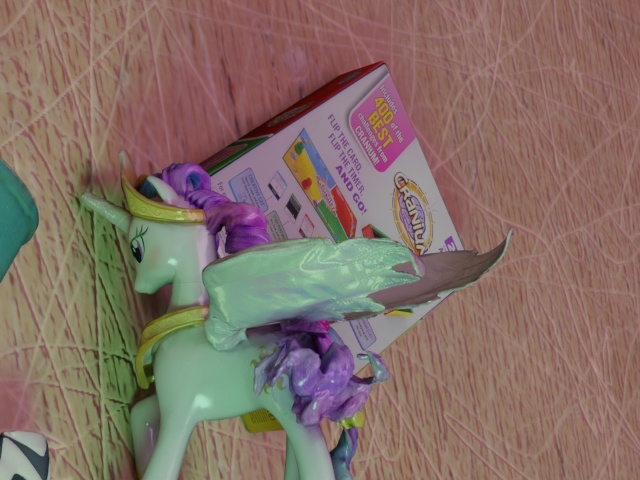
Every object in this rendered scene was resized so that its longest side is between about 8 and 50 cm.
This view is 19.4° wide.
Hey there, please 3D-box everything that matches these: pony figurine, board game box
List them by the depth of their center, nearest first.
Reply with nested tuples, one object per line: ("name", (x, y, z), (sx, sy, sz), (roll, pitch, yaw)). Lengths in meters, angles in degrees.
("pony figurine", (-0.038, 0.097, 1.508), (0.303, 0.351, 0.363), (10, 78, -66))
("board game box", (0.000, 0.000, 1.765), (0.316, 0.064, 0.242), (-36, 107, -45))

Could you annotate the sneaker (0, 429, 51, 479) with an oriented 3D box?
("sneaker", (-0.290, 0.220, 1.378), (0.235, 0.094, 0.153), (12, 63, -56))

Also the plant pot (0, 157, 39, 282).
("plant pot", (-0.364, 0.039, 1.236), (0.272, 0.272, 0.255), (39, 64, -34))
